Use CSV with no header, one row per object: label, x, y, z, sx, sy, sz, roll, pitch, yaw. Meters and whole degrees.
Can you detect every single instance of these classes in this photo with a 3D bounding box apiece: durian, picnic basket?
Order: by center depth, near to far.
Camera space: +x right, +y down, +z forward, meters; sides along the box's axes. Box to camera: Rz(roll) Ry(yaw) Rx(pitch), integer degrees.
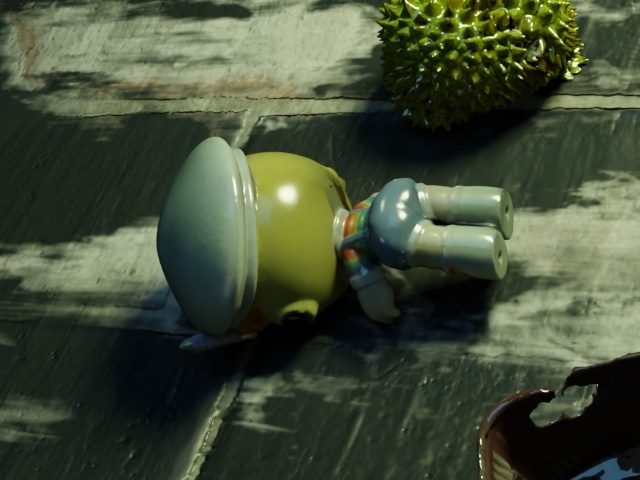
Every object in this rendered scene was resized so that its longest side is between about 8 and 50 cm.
picnic basket,0.255,0.255,1.308,0.222,0.129,0.297,-20,43,12
durian,0.179,-0.235,1.778,0.237,0.176,0.200,-13,65,0

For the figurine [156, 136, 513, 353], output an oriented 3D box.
figurine,0.006,-0.028,1.644,0.382,0.205,0.224,-13,58,14
